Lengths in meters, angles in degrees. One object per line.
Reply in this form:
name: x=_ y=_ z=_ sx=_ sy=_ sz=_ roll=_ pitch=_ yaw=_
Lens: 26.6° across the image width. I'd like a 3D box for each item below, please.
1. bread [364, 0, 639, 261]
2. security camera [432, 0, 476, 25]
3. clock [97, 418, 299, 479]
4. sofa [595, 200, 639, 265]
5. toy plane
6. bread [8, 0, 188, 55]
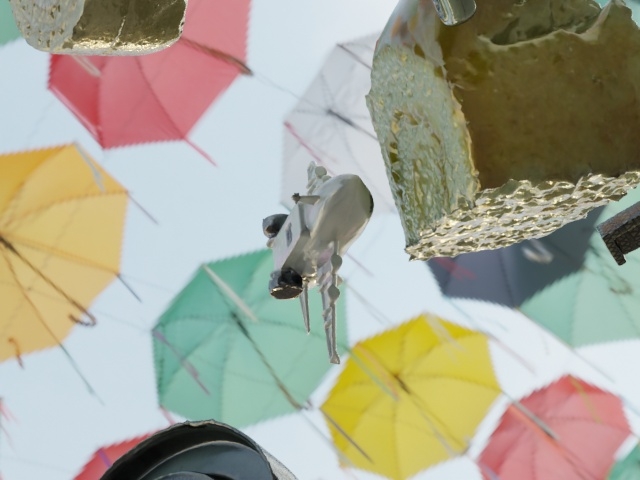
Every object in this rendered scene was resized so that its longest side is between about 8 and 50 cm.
bread: x=0.177 y=-0.137 z=1.427 sx=0.239 sy=0.395 sz=0.264 roll=-14 pitch=-97 yaw=-13
security camera: x=0.096 y=-0.219 z=1.107 sx=0.058 sy=0.058 sz=0.092 roll=-23 pitch=-88 yaw=-23
clock: x=-0.132 y=0.306 z=1.164 sx=0.061 sy=0.312 sz=0.313 roll=38 pitch=-89 yaw=-36
sofa: x=0.445 y=-0.021 z=1.866 sx=0.118 sy=0.039 sz=0.060 roll=-31 pitch=-61 yaw=10
toy plane: x=-0.005 y=0.000 z=1.490 sx=0.101 sy=0.251 sz=0.255 roll=-1 pitch=-28 yaw=-12
bread: x=-0.206 y=-0.252 z=1.317 sx=0.141 sy=0.134 sz=0.148 roll=-8 pitch=-42 yaw=-46
